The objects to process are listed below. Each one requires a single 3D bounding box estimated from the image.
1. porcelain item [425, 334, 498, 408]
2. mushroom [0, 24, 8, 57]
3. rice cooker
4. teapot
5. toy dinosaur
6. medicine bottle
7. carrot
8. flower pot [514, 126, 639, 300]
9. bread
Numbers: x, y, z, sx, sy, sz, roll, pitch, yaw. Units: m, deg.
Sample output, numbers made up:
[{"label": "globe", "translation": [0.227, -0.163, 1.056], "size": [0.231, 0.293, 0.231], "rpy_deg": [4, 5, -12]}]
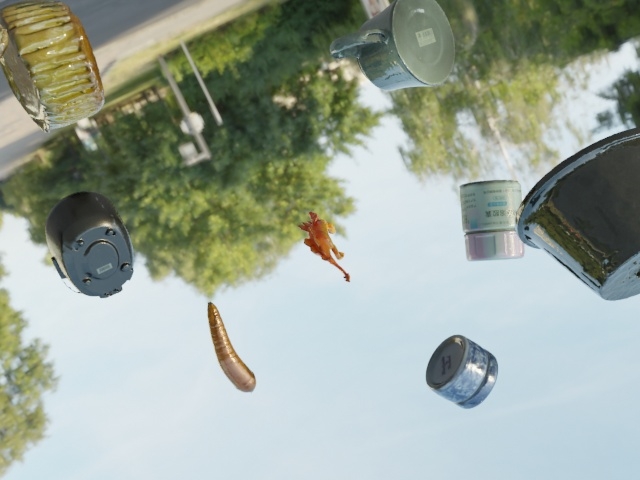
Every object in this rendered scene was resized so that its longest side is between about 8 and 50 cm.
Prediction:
[{"label": "porcelain item", "translation": [0.324, 0.300, 1.756], "size": [0.147, 0.114, 0.147], "rpy_deg": [-49, -161, 23]}, {"label": "mushroom", "translation": [-0.566, -0.342, 1.179], "size": [0.084, 0.071, 0.209], "rpy_deg": [-31, 154, 4]}, {"label": "rice cooker", "translation": [-0.404, 0.012, 1.368], "size": [0.142, 0.203, 0.118], "rpy_deg": [-27, -136, -21]}, {"label": "teapot", "translation": [0.119, -0.331, 1.331], "size": [0.239, 0.162, 0.149], "rpy_deg": [-8, -179, -42]}, {"label": "toy dinosaur", "translation": [0.000, 0.000, 1.877], "size": [0.070, 0.117, 0.288], "rpy_deg": [-41, -145, 14]}, {"label": "medicine bottle", "translation": [0.370, -0.041, 1.661], "size": [0.135, 0.169, 0.135], "rpy_deg": [-3, 178, 0]}, {"label": "carrot", "translation": [-0.229, 0.275, 1.892], "size": [0.066, 0.271, 0.062], "rpy_deg": [-27, -156, 0]}, {"label": "flower pot", "translation": [0.438, -0.019, 1.129], "size": [0.269, 0.269, 0.166], "rpy_deg": [-24, -122, 6]}, {"label": "bread", "translation": [-0.498, -0.325, 1.425], "size": [0.142, 0.227, 0.253], "rpy_deg": [-23, -176, -25]}]
